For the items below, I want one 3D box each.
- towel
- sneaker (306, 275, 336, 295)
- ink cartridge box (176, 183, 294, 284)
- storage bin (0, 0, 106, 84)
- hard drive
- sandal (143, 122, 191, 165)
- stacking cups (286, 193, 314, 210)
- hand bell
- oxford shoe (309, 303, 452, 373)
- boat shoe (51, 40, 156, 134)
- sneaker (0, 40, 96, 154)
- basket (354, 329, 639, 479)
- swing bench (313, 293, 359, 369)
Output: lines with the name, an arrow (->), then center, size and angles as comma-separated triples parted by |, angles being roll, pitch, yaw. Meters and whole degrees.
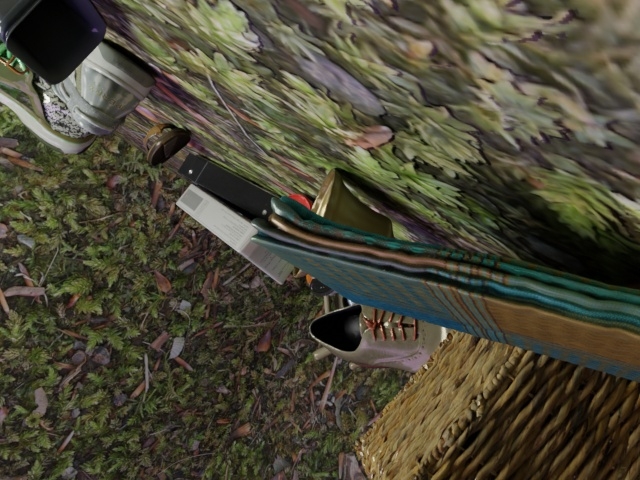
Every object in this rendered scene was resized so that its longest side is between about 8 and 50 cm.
towel -> 0.160, 0.056, 0.487 | 0.369, 0.040, 0.271 | 14, 171, 20
sneaker -> 0.091, 0.037, 1.047 | 0.121, 0.099, 0.262 | -16, -170, -37
ink cartridge box -> -0.143, 0.009, 1.369 | 0.261, 0.066, 0.296 | 41, 174, -41
storage bin -> -0.281, -0.217, 0.603 | 0.091, 0.098, 0.135 | 41, 176, 0
hard drive -> -0.128, -0.070, 1.409 | 0.338, 0.064, 0.237 | 29, 176, 34
sandal -> -0.289, -0.187, 1.190 | 0.060, 0.090, 0.219 | 54, 178, -11
stacking cups -> 0.000, 0.000, 1.164 | 0.096, 0.096, 0.316 | 30, 174, 18
hand bell -> 0.103, 0.021, 0.714 | 0.241, 0.126, 0.126 | 20, 178, -9
oxford shoe -> 0.128, 0.148, 0.992 | 0.130, 0.123, 0.348 | 20, 154, -41
boat shoe -> -0.310, -0.200, 0.870 | 0.118, 0.103, 0.320 | 33, 175, -31
sneaker -> -0.555, -0.333, 1.189 | 0.182, 0.158, 0.410 | -16, 141, 40
basket -> 0.220, 0.233, 0.755 | 0.213, 0.299, 0.223 | 41, 174, -3
swing bench -> 0.140, 0.155, 1.268 | 0.254, 0.165, 0.253 | -10, 160, 16
